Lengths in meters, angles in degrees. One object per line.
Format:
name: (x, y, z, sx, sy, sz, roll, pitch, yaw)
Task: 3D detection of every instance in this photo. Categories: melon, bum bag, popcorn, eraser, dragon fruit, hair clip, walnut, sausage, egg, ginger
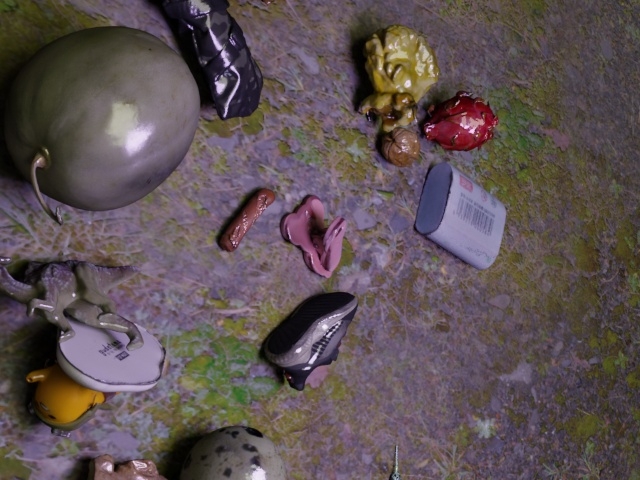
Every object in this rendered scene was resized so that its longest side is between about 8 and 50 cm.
melon: (-0.310, -0.175, 1.480, 0.308, 0.272, 0.271, -14, 100, -59)
bum bag: (-0.189, -0.357, 1.735, 0.340, 0.095, 0.144, 65, 32, -26)
popcorn: (0.149, -0.329, 2.065, 0.168, 0.174, 0.195, 49, 59, -52)
eraser: (0.315, -0.051, 2.299, 0.227, 0.081, 0.174, 30, 71, -45)
dragon fruit: (0.300, -0.255, 2.258, 0.166, 0.133, 0.136, -14, 102, -6)
hair clip: (-0.010, -0.004, 1.975, 0.123, 0.102, 0.138, -50, 156, -34)
walnut: (0.166, -0.193, 2.137, 0.079, 0.083, 0.096, -60, 151, 5)
sausage: (-0.128, -0.041, 1.840, 0.036, 0.042, 0.158, 32, 54, 7)
egg: (-0.151, 0.417, 1.703, 0.177, 0.177, 0.228, 25, 85, -45)
ginger: (-0.289, 0.412, 1.624, 0.213, 0.074, 0.137, 31, 76, -39)

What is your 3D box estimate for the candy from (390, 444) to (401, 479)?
candy: (0.159, 0.471, 2.164, 0.025, 0.023, 0.083, 18, 66, -38)

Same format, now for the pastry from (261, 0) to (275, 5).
pastry: (-0.101, -0.527, 1.786, 0.275, 0.193, 0.274, 25, 48, -31)

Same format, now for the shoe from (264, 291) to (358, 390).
shoe: (-0.008, 0.186, 1.932, 0.227, 0.099, 0.112, -36, 123, -38)

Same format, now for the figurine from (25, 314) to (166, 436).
figurine: (-0.338, 0.214, 1.551, 0.141, 0.167, 0.250, -58, 163, 13)

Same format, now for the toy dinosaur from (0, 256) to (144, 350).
toy dinosaur: (-0.365, 0.077, 1.497, 0.077, 0.162, 0.294, -50, 146, 17)
